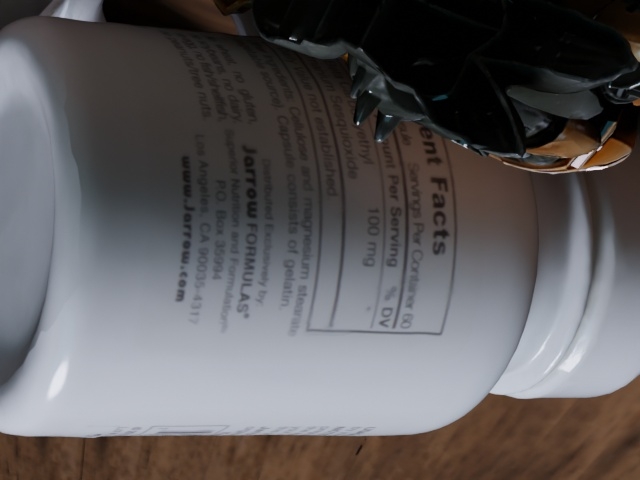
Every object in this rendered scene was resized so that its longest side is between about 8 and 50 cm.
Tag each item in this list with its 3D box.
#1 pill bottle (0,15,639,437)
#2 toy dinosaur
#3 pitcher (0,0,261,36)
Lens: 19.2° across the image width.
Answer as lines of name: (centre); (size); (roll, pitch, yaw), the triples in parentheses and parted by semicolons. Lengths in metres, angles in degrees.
pill bottle: (0.000, 0.000, 0.633); (0.229, 0.131, 0.131); (3, 165, -28)
toy dinosaur: (0.069, -0.066, 0.512); (0.322, 0.164, 0.218); (-13, 161, 19)
pitcher: (-0.067, -0.025, 0.737); (0.178, 0.125, 0.207); (-9, 131, 33)
